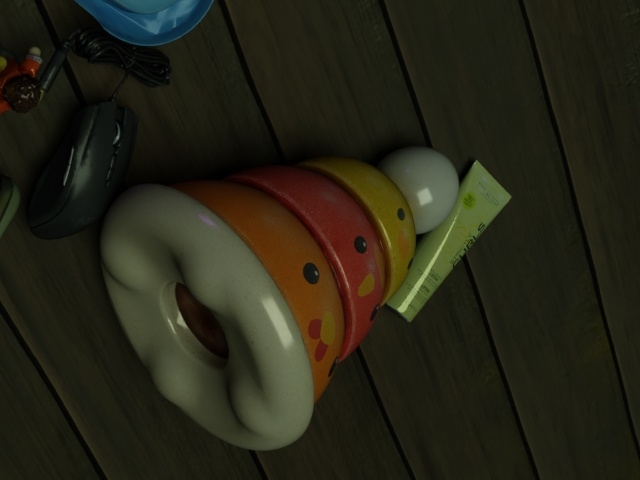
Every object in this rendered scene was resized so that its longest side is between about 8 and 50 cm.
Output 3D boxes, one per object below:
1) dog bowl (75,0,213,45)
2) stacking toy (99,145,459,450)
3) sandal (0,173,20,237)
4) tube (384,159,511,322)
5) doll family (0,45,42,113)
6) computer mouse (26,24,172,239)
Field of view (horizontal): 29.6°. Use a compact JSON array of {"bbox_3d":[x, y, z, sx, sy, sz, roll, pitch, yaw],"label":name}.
[{"bbox_3d":[-0.249,-0.336,1.323,0.297,0.074,0.166,29,95,-35],"label":"dog bowl"},{"bbox_3d":[0.000,0.000,1.512,0.480,0.351,0.350,-34,125,-32],"label":"stacking toy"},{"bbox_3d":[-0.423,0.064,1.379,0.302,0.120,0.086,-53,139,0],"label":"sandal"},{"bbox_3d":[0.174,0.005,1.714,0.240,0.062,0.070,-52,165,-6],"label":"tube"},{"bbox_3d":[-0.405,-0.120,1.274,0.118,0.163,0.263,37,90,-35],"label":"doll family"},{"bbox_3d":[-0.268,-0.113,1.376,0.262,0.060,0.184,-58,150,4],"label":"computer mouse"}]
